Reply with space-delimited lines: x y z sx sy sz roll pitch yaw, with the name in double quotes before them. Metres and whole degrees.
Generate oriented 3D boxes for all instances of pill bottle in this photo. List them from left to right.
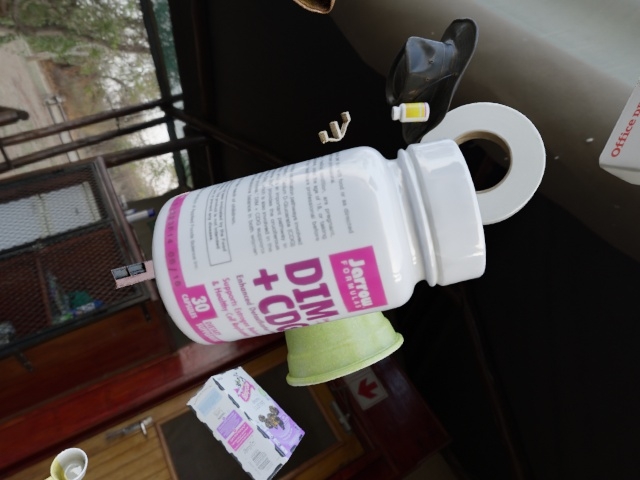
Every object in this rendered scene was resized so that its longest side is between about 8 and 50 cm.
"pill bottle" 0.000 0.000 0.413 0.160 0.282 0.161 -14 90 -80
"pill bottle" 0.216 -0.309 0.999 0.043 0.083 0.044 177 -90 -88

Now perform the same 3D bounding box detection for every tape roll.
"tape roll" 0.499 -0.242 1.325 0.392 0.391 0.072 62 14 16

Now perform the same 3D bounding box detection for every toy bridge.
"toy bridge" 0.053 -0.379 1.433 0.026 0.188 0.063 2 -53 36

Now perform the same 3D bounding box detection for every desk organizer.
"desk organizer" -0.520 0.092 1.177 0.047 0.130 0.050 -3 -79 57

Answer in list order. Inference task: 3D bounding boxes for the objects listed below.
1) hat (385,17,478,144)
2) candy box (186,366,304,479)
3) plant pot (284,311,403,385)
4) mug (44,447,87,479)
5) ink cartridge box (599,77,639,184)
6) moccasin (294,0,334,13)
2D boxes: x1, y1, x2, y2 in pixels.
"hat" 0.250 -0.426 1.074 0.331 0.133 0.332 -162 -90 -78
"candy box" -0.135 0.342 0.790 0.196 0.070 0.165 42 -2 12
"plant pot" 0.013 0.149 0.939 0.276 0.275 0.254 -29 -100 67
"mug" -0.512 0.463 0.836 0.064 0.078 0.062 114 -29 -46
"ink cartridge box" 0.664 -0.183 0.695 0.199 0.114 0.273 -68 -158 10
"moccasin" -0.077 -0.491 0.699 0.139 0.380 0.147 -7 -86 22
